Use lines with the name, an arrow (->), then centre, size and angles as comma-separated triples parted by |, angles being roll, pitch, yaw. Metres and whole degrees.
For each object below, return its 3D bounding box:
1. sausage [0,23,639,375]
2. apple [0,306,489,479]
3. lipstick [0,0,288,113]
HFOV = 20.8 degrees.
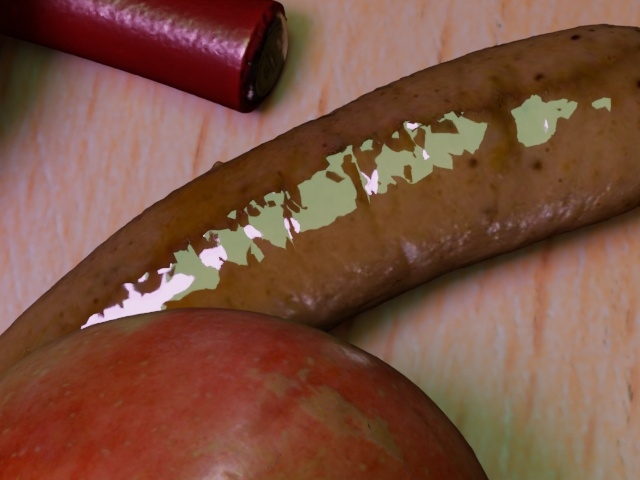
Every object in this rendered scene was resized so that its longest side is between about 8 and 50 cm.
sausage -> -0.002, -0.002, 1.077 | 0.501, 0.123, 0.136 | -26, 100, 2
apple -> -0.067, 0.195, 0.921 | 0.319, 0.319, 0.277 | 13, 42, 13
lipstick -> -0.141, -0.153, 1.162 | 0.241, 0.080, 0.080 | 19, 79, 13
